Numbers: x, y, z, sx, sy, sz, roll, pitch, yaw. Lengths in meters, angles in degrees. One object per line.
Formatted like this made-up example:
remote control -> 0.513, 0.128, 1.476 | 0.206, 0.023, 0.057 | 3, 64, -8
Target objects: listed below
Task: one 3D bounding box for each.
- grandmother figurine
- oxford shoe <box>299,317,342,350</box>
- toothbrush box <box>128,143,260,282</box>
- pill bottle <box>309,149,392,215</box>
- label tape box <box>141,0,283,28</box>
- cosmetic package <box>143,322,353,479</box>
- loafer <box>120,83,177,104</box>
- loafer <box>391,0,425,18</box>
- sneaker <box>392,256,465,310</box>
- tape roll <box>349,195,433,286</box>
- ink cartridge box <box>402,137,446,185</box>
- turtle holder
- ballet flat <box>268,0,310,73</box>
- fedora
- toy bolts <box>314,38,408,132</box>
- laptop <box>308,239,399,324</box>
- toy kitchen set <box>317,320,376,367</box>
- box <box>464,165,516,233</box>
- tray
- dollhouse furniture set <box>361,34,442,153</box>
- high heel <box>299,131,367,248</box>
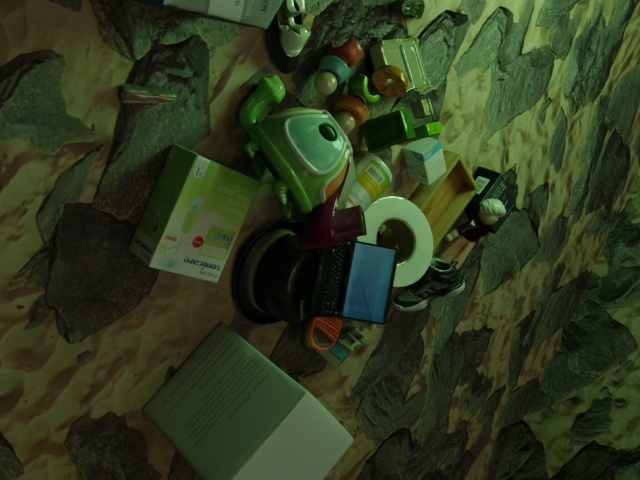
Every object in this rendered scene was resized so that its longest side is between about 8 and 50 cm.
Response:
grandmother figurine -> 0.533, -0.015, 2.293 | 0.208, 0.104, 0.342 | -10, 144, -51
oxford shoe -> 0.026, 0.170, 2.006 | 0.130, 0.133, 0.363 | 35, 67, -19
toothbrush box -> -0.305, -0.063, 1.564 | 0.206, 0.122, 0.283 | 21, 97, -46
pill bottle -> 0.084, -0.134, 1.877 | 0.245, 0.136, 0.136 | -48, 135, -14
label tape box -> -0.219, -0.512, 1.324 | 0.348, 0.249, 0.115 | 0, 109, -43
cosmetic package -> -0.194, 0.505, 1.753 | 0.327, 0.394, 0.329 | -48, 136, -14
loafer -> -0.383, -0.320, 1.425 | 0.125, 0.045, 0.039 | -1, 128, -36
loafer -> 0.252, -0.668, 1.833 | 0.148, 0.050, 0.056 | -15, 125, -56
sneaker -> 0.372, 0.147, 2.269 | 0.268, 0.101, 0.153 | -19, 126, 0
tape roll -> 0.209, 0.009, 1.999 | 0.286, 0.100, 0.286 | 4, 82, -27
ink cartridge box -> 0.341, -0.255, 2.087 | 0.090, 0.092, 0.143 | -39, 131, -22
turtle holder -> -0.066, -0.234, 1.619 | 0.227, 0.320, 0.243 | -34, 151, -4
ballet flat -> -0.078, -0.537, 1.555 | 0.095, 0.096, 0.280 | -28, 127, -31
fedora -> -0.087, 0.117, 1.825 | 0.334, 0.152, 0.334 | -20, 124, -32
toy bolts -> 0.091, -0.402, 1.696 | 0.228, 0.218, 0.158 | 45, 63, -34
laptop -> 0.099, 0.114, 1.817 | 0.264, 0.136, 0.234 | 15, 84, -63
toy kitchen set -> 0.090, 0.286, 2.104 | 0.207, 0.122, 0.166 | -25, 150, -59
box -> 0.621, -0.149, 2.389 | 0.153, 0.108, 0.207 | -52, 136, -11
tray -> 0.375, -0.089, 2.218 | 0.411, 0.076, 0.203 | -52, 136, -9
dollhouse furniture set -> 0.217, -0.433, 1.903 | 0.197, 0.151, 0.301 | -20, 95, -44
high heel -> 0.012, -0.152, 1.747 | 0.181, 0.377, 0.127 | -12, 143, 9
